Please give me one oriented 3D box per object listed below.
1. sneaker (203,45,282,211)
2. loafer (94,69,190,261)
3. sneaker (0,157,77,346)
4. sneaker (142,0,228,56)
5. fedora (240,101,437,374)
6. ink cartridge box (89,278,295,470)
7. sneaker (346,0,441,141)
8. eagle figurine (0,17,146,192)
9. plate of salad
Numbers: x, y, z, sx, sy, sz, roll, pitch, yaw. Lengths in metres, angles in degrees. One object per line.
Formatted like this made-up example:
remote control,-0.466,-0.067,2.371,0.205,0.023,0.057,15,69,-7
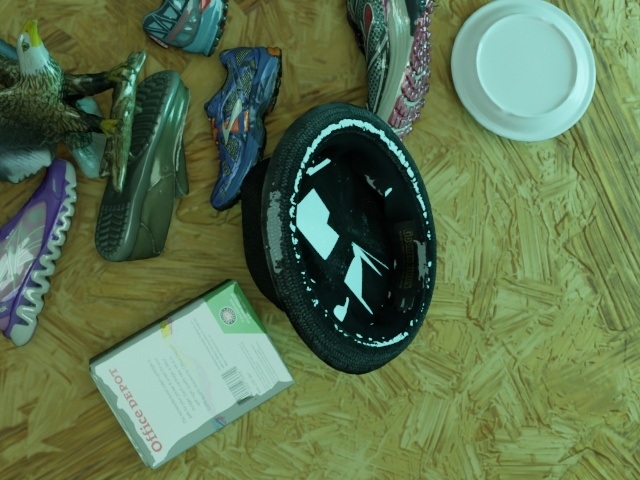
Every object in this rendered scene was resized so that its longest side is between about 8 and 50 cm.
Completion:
sneaker,-0.110,-0.145,1.601,0.087,0.083,0.221,13,83,3
loafer,-0.213,-0.090,1.580,0.087,0.094,0.251,19,86,-44
sneaker,-0.369,0.006,1.536,0.104,0.095,0.236,19,88,-13
sneaker,-0.166,-0.368,1.566,0.125,0.104,0.262,9,89,-9
fedora,0.000,0.000,1.547,0.334,0.152,0.334,4,85,-48
ink cartridge box,-0.164,0.166,1.581,0.212,0.093,0.154,-31,96,-10
sneaker,0.085,-0.264,1.620,0.112,0.121,0.299,7,91,18
eagle figurine,-0.355,-0.175,1.433,0.298,0.226,0.225,6,109,-4
plate of salad,0.269,-0.227,1.678,0.200,0.048,0.200,2,80,-9
